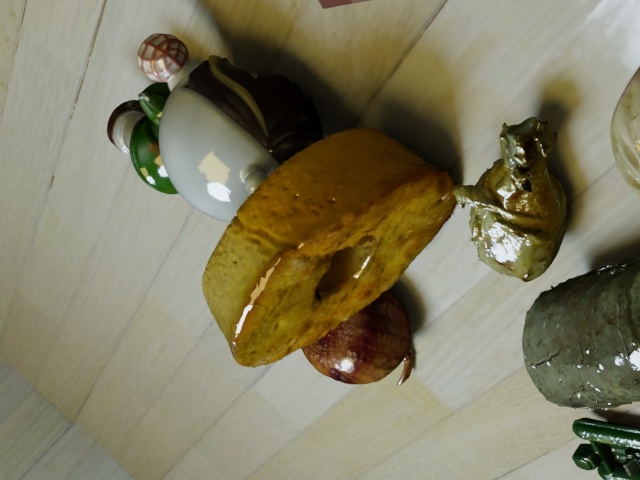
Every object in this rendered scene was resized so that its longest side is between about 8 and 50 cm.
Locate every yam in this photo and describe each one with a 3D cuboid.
[{"bbox_3d":[0.299,0.091,1.418,0.154,0.154,0.254,49,157,-12],"label":"yam"}]

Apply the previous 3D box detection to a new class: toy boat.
[{"bbox_3d":[0.370,0.248,1.654,0.210,0.052,0.104,8,135,51],"label":"toy boat"}]

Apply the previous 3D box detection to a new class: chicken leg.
[{"bbox_3d":[0.186,-0.046,1.429,0.103,0.088,0.228,42,161,33],"label":"chicken leg"}]

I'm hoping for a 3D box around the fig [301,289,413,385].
[{"bbox_3d":[0.074,0.127,1.839,0.201,0.134,0.146,28,-168,-37],"label":"fig"}]

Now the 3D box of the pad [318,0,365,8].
[{"bbox_3d":[-0.016,-0.342,1.350,0.202,0.005,0.300,2,133,53],"label":"pad"}]

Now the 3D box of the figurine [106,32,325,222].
[{"bbox_3d":[-0.126,-0.111,1.676,0.281,0.167,0.370,46,162,-28],"label":"figurine"}]

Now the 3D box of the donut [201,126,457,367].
[{"bbox_3d":[0.000,0.000,1.559,0.110,0.303,0.303,50,157,19],"label":"donut"}]

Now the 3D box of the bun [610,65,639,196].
[{"bbox_3d":[0.321,-0.068,1.164,0.193,0.128,0.178,28,149,23],"label":"bun"}]
